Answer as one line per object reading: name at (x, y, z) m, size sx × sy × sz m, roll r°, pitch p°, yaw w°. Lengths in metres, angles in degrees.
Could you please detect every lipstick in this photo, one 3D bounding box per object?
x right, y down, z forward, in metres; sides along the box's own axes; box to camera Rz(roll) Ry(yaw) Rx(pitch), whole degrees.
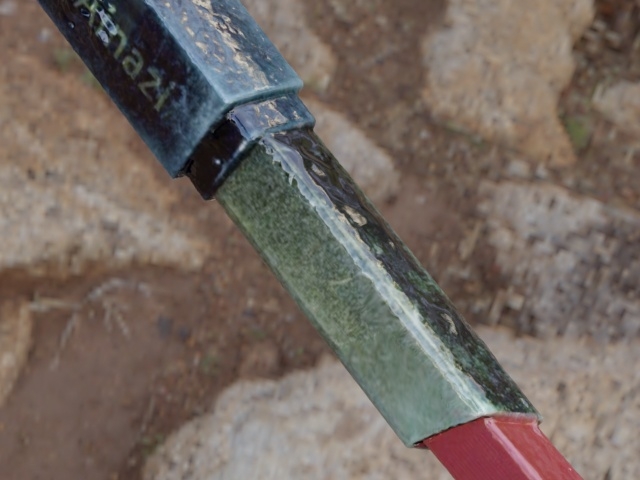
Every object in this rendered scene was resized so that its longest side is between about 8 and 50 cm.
lipstick at (0.000, 0.000, 0.722) m, size 0.051 × 0.051 × 0.312 m, roll -17°, pitch 65°, yaw -50°
